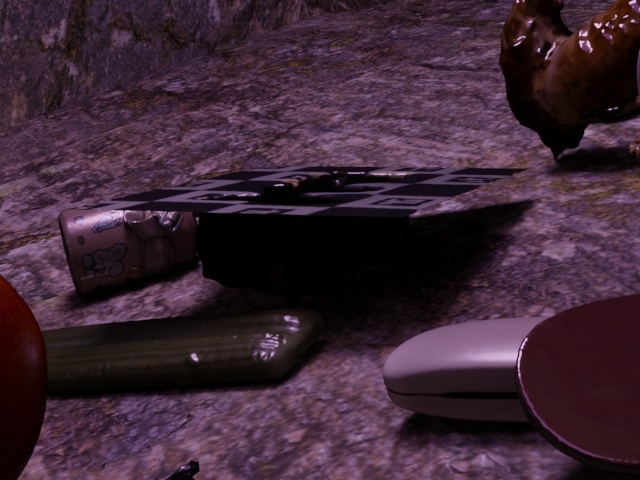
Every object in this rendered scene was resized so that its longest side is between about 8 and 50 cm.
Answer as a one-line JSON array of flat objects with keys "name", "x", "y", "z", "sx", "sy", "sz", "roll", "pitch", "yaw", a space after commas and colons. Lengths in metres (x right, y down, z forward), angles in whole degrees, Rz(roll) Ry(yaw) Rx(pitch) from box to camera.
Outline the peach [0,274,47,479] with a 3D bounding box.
[{"name": "peach", "x": -0.296, "y": 0.105, "z": 0.971, "sx": 0.243, "sy": 0.199, "sz": 0.243, "roll": -14, "pitch": 1, "yaw": 0}]

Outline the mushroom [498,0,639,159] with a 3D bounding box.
[{"name": "mushroom", "x": 0.367, "y": -0.250, "z": 1.431, "sx": 0.356, "sy": 0.331, "sz": 0.334, "roll": -21, "pitch": 19, "yaw": -13}]

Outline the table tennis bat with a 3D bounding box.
[{"name": "table tennis bat", "x": 0.233, "y": 0.074, "z": 0.845, "sx": 0.246, "sy": 0.022, "sz": 0.138, "roll": -7, "pitch": 40, "yaw": -7}]

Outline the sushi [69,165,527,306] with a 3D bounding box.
[{"name": "sushi", "x": 0.000, "y": 0.000, "z": 1.342, "sx": 0.296, "sy": 0.100, "sz": 0.373, "roll": 2, "pitch": 9, "yaw": 23}]

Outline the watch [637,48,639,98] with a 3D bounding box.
[{"name": "watch", "x": 0.358, "y": -0.169, "z": 1.144, "sx": 0.231, "sy": 0.244, "sz": 0.196, "roll": -22, "pitch": 39, "yaw": -8}]

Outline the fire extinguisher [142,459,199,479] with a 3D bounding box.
[{"name": "fire extinguisher", "x": -0.110, "y": 0.173, "z": 0.821, "sx": 0.062, "sy": 0.050, "sz": 0.177, "roll": -38, "pitch": 6, "yaw": 20}]

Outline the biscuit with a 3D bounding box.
[{"name": "biscuit", "x": -0.147, "y": 0.091, "z": 1.219, "sx": 0.322, "sy": 0.038, "sz": 0.099, "roll": -6, "pitch": 19, "yaw": 32}]

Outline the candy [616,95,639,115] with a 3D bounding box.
[{"name": "candy", "x": 0.331, "y": -0.186, "z": 1.728, "sx": 0.095, "sy": 0.085, "sz": 0.110, "roll": -31, "pitch": 10, "yaw": -32}]

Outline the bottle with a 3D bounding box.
[{"name": "bottle", "x": -0.187, "y": -0.005, "z": 1.523, "sx": 0.152, "sy": 0.099, "sz": 0.099, "roll": -13, "pitch": 13, "yaw": -10}]

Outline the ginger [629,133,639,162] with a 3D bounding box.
[{"name": "ginger", "x": 0.396, "y": -0.089, "z": 1.300, "sx": 0.334, "sy": 0.081, "sz": 0.148, "roll": 1, "pitch": 5, "yaw": 44}]

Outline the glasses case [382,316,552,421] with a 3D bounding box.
[{"name": "glasses case", "x": 0.135, "y": 0.080, "z": 0.930, "sx": 0.204, "sy": 0.051, "sz": 0.081, "roll": -2, "pitch": 19, "yaw": 33}]
